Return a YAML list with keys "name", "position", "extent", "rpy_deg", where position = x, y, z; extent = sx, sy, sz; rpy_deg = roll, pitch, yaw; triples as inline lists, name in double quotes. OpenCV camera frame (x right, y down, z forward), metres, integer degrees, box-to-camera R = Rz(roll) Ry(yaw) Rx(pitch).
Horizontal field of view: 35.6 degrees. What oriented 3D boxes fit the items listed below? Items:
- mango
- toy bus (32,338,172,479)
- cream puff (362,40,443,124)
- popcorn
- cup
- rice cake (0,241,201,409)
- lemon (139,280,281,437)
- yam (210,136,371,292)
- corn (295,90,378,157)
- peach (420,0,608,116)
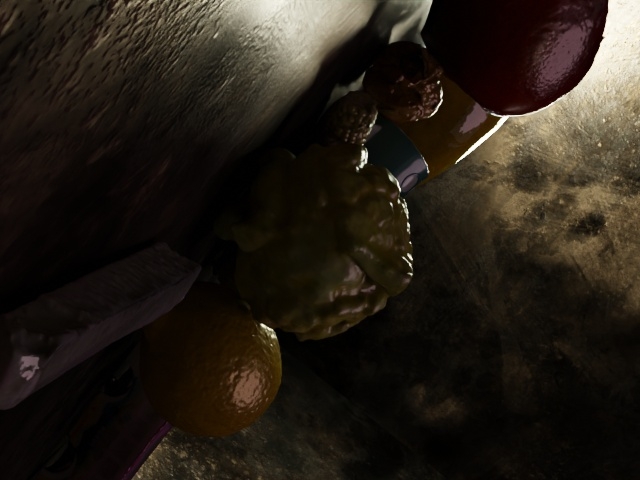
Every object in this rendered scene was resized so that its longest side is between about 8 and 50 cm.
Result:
- name: "mango"
  position: [0.249, -0.263, 2.062]
  extent: [0.445, 0.220, 0.301]
  rpy_deg: [-49, 179, 0]
- name: "toy bus"
  position: [-0.285, 0.267, 1.381]
  extent: [0.274, 0.112, 0.090]
  rpy_deg: [-52, 170, 0]
- name: "cream puff"
  position: [0.125, -0.242, 1.488]
  extent: [0.104, 0.119, 0.133]
  rpy_deg: [80, 18, -62]
- name: "popcorn"
  position: [0.000, 0.000, 1.189]
  extent: [0.195, 0.255, 0.256]
  rpy_deg: [-21, 140, -58]
- name: "cup"
  position: [0.070, -0.115, 1.740]
  extent: [0.173, 0.167, 0.300]
  rpy_deg: [-42, 149, -9]
- name: "rice cake"
  position: [-0.186, 0.058, 0.849]
  extent: [0.073, 0.056, 0.365]
  rpy_deg: [-52, 177, 14]
- name: "lemon"
  position: [-0.142, 0.150, 1.264]
  extent: [0.187, 0.244, 0.187]
  rpy_deg: [-19, -138, 18]
- name: "yam"
  position: [-0.035, -0.010, 1.390]
  extent: [0.280, 0.131, 0.131]
  rpy_deg: [-46, -179, 32]
- name: "corn"
  position: [-0.003, -0.101, 1.452]
  extent: [0.288, 0.086, 0.086]
  rpy_deg: [-57, 174, 39]
- name: "peach"
  position: [0.318, -0.366, 1.527]
  extent: [0.338, 0.281, 0.281]
  rpy_deg: [-52, 177, 12]
